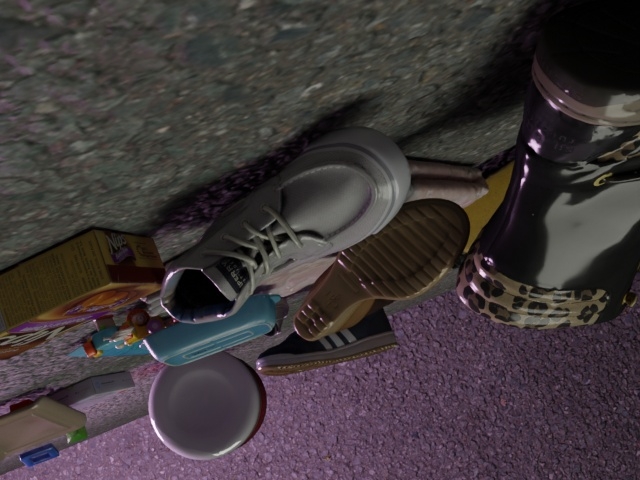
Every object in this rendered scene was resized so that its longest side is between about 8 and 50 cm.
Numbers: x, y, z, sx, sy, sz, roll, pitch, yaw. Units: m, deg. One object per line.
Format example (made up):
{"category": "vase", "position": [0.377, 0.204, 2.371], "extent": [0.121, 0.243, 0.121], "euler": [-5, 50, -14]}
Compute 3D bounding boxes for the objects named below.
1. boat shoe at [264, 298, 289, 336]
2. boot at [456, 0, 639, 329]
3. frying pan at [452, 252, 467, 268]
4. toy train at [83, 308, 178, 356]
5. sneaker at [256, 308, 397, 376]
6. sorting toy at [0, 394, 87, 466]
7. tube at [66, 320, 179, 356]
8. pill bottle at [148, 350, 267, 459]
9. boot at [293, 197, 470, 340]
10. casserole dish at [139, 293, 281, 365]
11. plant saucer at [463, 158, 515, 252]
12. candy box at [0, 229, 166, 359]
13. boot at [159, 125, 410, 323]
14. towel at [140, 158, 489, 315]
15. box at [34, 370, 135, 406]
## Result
{"category": "boat shoe", "position": [-0.095, 0.139, 1.452], "extent": [0.066, 0.063, 0.184], "euler": [-24, 170, 10]}
{"category": "boot", "position": [0.302, -0.066, 0.719], "extent": [0.378, 0.138, 0.284], "euler": [-13, 141, -26]}
{"category": "frying pan", "position": [0.357, 0.026, 1.883], "extent": [0.197, 0.053, 0.326], "euler": [-29, 171, 33]}
{"category": "toy train", "position": [-0.216, 0.094, 1.024], "extent": [0.125, 0.046, 0.166], "euler": [-31, 170, 36]}
{"category": "sneaker", "position": [-0.001, 0.151, 1.508], "extent": [0.282, 0.153, 0.099], "euler": [-8, 166, -30]}
{"category": "sorting toy", "position": [-0.546, 0.332, 1.485], "extent": [0.196, 0.047, 0.347], "euler": [-25, 154, 1]}
{"category": "tube", "position": [-0.257, 0.145, 1.201], "extent": [0.080, 0.052, 0.207], "euler": [-35, 159, 35]}
{"category": "pill bottle", "position": [-0.239, 0.368, 1.876], "extent": [0.229, 0.229, 0.407], "euler": [-21, 170, -4]}
{"category": "boot", "position": [0.090, 0.005, 0.887], "extent": [0.248, 0.090, 0.207], "euler": [-39, 177, 38]}
{"category": "casserole dish", "position": [-0.134, 0.117, 1.049], "extent": [0.188, 0.037, 0.114], "euler": [-20, 165, 1]}
{"category": "plant saucer", "position": [0.346, -0.076, 1.127], "extent": [0.333, 0.081, 0.333], "euler": [-37, 163, 36]}
{"category": "candy box", "position": [-0.241, 0.053, 0.729], "extent": [0.187, 0.053, 0.109], "euler": [-23, 171, 13]}
{"category": "boot", "position": [-0.039, 0.004, 0.682], "extent": [0.258, 0.095, 0.123], "euler": [-33, -168, 51]}
{"category": "towel", "position": [0.000, 0.000, 0.964], "extent": [0.332, 0.053, 0.317], "euler": [-26, 169, 28]}
{"category": "box", "position": [-0.478, 0.310, 1.612], "extent": [0.186, 0.038, 0.145], "euler": [-24, 169, 14]}
